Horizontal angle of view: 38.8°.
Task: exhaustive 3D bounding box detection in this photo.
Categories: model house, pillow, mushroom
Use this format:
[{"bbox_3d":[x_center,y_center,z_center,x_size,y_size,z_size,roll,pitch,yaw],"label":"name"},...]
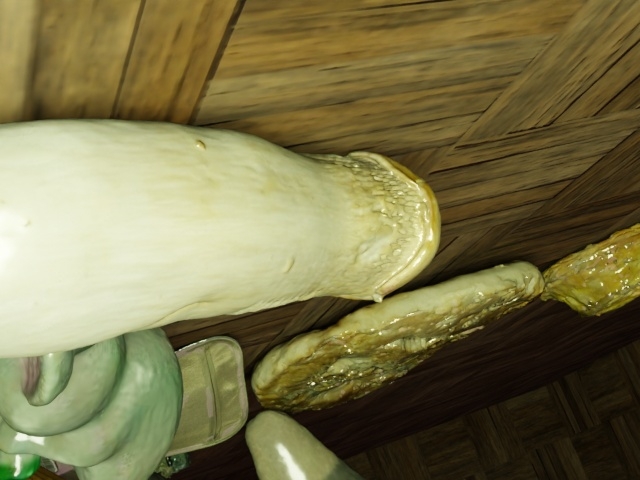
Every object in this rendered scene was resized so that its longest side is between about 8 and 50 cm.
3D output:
[{"bbox_3d":[-0.218,0.313,1.250,0.083,0.066,0.078,-19,165,-15],"label":"model house"},{"bbox_3d":[-0.166,0.162,0.810,0.218,0.033,0.130,-18,126,-21],"label":"pillow"},{"bbox_3d":[-0.080,-0.001,0.412,0.351,0.094,0.123,-2,171,-44],"label":"mushroom"}]

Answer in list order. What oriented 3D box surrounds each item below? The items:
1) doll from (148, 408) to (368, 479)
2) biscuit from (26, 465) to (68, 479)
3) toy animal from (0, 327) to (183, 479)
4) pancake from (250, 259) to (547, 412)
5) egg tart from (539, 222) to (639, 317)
[{"bbox_3d":[-0.142,0.324,0.969,0.379,0.382,0.252,-31,180,-40],"label":"doll"},{"bbox_3d":[-0.216,0.171,0.599,0.037,0.262,0.262,-63,166,-9],"label":"biscuit"},{"bbox_3d":[-0.152,0.075,0.548,0.126,0.127,0.251,5,152,-2],"label":"toy animal"},{"bbox_3d":[0.086,0.109,1.007,0.356,0.065,0.356,-21,166,-6],"label":"pancake"},{"bbox_3d":[0.361,0.040,1.120,0.191,0.074,0.191,-20,161,-7],"label":"egg tart"}]
